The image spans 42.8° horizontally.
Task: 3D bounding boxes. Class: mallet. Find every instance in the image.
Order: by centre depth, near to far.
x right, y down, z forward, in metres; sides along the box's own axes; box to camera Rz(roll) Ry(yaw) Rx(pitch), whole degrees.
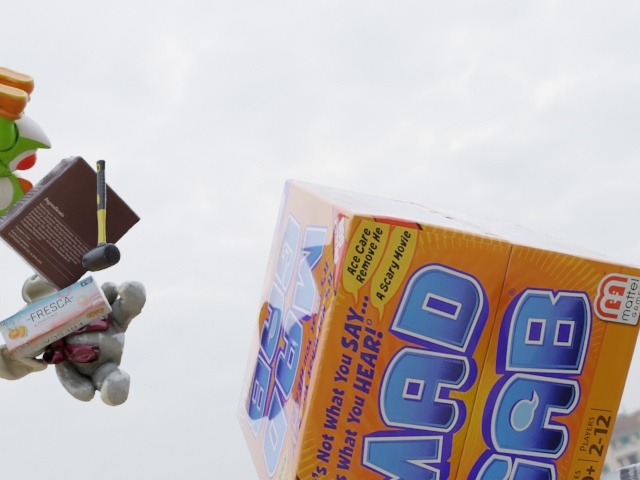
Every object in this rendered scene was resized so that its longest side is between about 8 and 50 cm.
[{"bbox_3d":[-0.365,-0.039,1.342,0.062,0.189,0.039,-26,-26,34],"label":"mallet"}]

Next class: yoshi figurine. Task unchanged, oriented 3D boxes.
[{"bbox_3d":[-0.725,-0.185,1.750,0.204,0.203,0.362,-16,-48,-48],"label":"yoshi figurine"}]

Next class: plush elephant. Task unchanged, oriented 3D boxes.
[{"bbox_3d":[-0.563,0.206,1.786,0.255,0.271,0.330,17,-17,-29],"label":"plush elephant"}]

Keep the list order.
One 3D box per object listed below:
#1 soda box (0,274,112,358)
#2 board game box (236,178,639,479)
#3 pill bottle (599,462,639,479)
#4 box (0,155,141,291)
[{"bbox_3d":[-0.469,0.136,1.448,0.183,0.063,0.058,-28,-20,-12],"label":"soda box"},{"bbox_3d":[0.122,0.142,1.030,0.357,0.356,0.356,10,7,-15],"label":"board game box"},{"bbox_3d":[0.374,0.289,0.780,0.319,0.176,0.176,-24,-21,21],"label":"pill bottle"},{"bbox_3d":[-0.484,-0.032,1.542,0.203,0.167,0.168,-47,21,-16],"label":"box"}]
